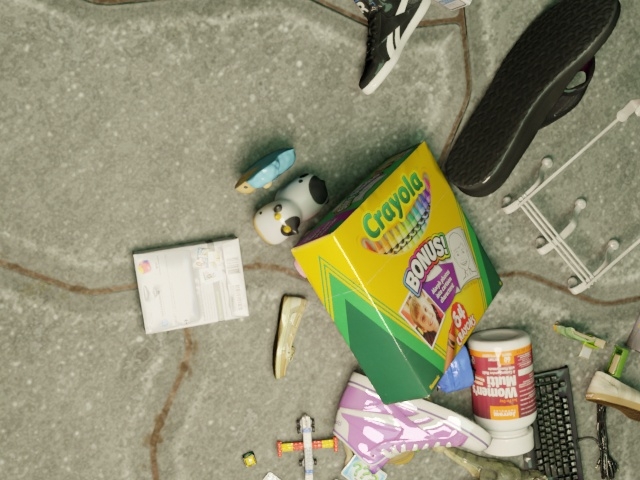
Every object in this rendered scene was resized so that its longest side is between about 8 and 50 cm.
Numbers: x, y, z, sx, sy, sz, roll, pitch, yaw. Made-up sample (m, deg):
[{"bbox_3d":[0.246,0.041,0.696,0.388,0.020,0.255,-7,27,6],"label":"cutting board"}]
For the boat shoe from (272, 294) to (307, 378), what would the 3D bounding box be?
[{"bbox_3d":[-0.057,0.178,1.806,0.048,0.056,0.153,8,87,-10],"label":"boat shoe"}]

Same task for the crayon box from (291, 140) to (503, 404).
[{"bbox_3d":[0.147,0.047,1.709,0.313,0.106,0.363,60,40,-13],"label":"crayon box"}]

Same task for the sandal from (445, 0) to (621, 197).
[{"bbox_3d":[0.397,-0.267,1.834,0.107,0.167,0.446,33,96,-40],"label":"sandal"}]

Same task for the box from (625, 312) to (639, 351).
[{"bbox_3d":[0.755,0.180,2.005,0.231,0.056,0.183,24,91,-15],"label":"box"}]

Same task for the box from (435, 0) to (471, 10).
[{"bbox_3d":[0.168,-0.554,1.760,0.290,0.087,0.169,29,89,-15],"label":"box"}]

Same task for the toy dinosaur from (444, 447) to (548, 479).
[{"bbox_3d":[0.320,0.469,1.932,0.268,0.064,0.118,23,85,-12],"label":"toy dinosaur"}]

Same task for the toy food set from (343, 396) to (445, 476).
[{"bbox_3d":[0.130,0.365,1.886,0.192,0.038,0.132,-14,94,-3],"label":"toy food set"}]

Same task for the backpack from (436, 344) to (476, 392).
[{"bbox_3d":[0.231,0.235,1.848,0.101,0.120,0.098,-21,102,-11],"label":"backpack"}]

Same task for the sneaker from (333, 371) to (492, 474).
[{"bbox_3d":[0.160,0.364,1.810,0.282,0.102,0.161,20,78,6],"label":"sneaker"}]

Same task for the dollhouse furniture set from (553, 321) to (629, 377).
[{"bbox_3d":[0.521,0.213,1.941,0.152,0.076,0.058,21,90,-16],"label":"dollhouse furniture set"}]

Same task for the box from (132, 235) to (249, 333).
[{"bbox_3d":[-0.228,0.078,1.759,0.186,0.038,0.145,-10,98,-14],"label":"box"}]

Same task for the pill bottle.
[{"bbox_3d":[0.346,0.286,1.882,0.121,0.121,0.221,-8,98,-13],"label":"pill bottle"}]

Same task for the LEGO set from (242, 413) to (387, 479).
[{"bbox_3d":[-0.020,0.438,1.833,0.244,0.060,0.182,39,89,-8],"label":"LEGO set"}]

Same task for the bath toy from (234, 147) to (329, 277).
[{"bbox_3d":[0.000,0.000,1.761,0.151,0.129,0.348,-42,105,-6],"label":"bath toy"}]

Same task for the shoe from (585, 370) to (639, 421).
[{"bbox_3d":[0.618,0.314,1.970,0.219,0.076,0.058,22,68,-26],"label":"shoe"}]

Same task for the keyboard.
[{"bbox_3d":[0.498,0.405,1.981,0.201,0.033,0.317,-12,100,-13],"label":"keyboard"}]

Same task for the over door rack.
[{"bbox_3d":[0.537,-0.083,1.880,0.324,0.108,0.239,-39,104,14],"label":"over door rack"}]

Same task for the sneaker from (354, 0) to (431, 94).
[{"bbox_3d":[0.095,-0.376,1.773,0.121,0.079,0.217,33,80,-12],"label":"sneaker"}]
